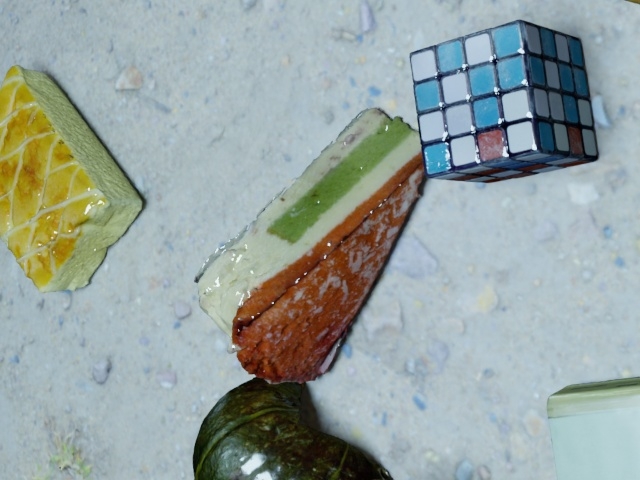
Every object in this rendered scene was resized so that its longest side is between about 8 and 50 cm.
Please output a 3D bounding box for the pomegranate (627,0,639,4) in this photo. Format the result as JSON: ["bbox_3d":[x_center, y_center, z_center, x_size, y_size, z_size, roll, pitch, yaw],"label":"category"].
[{"bbox_3d":[0.219,-0.286,0.689,0.343,0.342,0.342,-1,89,37],"label":"pomegranate"}]

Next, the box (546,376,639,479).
[{"bbox_3d":[0.283,0.179,0.812,0.270,0.045,0.210,-14,81,35],"label":"box"}]

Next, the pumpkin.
[{"bbox_3d":[-0.035,0.188,1.015,0.183,0.108,0.119,41,107,28],"label":"pumpkin"}]

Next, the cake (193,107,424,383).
[{"bbox_3d":[-0.014,0.001,0.993,0.086,0.117,0.220,41,114,37],"label":"cake"}]

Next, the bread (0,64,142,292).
[{"bbox_3d":[-0.259,-0.056,1.206,0.125,0.068,0.188,-51,62,25],"label":"bread"}]

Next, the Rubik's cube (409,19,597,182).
[{"bbox_3d":[0.128,-0.094,0.902,0.092,0.092,0.092,-12,82,36],"label":"Rubik's cube"}]
